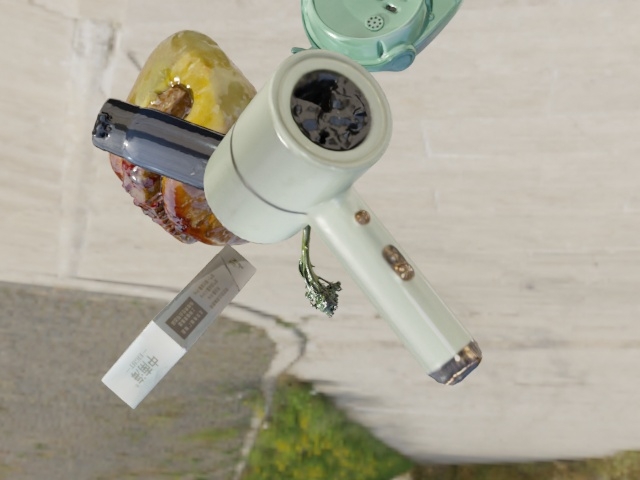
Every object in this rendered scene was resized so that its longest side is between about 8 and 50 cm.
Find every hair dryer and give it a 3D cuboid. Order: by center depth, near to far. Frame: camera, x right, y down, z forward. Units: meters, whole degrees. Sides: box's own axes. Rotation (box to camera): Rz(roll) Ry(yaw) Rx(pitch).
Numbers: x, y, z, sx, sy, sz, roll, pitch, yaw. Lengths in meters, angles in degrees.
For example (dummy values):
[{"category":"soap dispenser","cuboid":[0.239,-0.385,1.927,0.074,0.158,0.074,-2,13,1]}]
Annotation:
[{"category":"hair dryer","cuboid":[0.046,0.006,0.969,0.128,0.362,0.203,-38,178,-33]}]

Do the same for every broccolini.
[{"category":"broccolini","cuboid":[-0.007,0.001,1.243,0.052,0.194,0.054,-5,-167,8]}]

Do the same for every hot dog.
[{"category":"hot dog","cuboid":[-0.180,-0.116,1.445,0.223,0.185,0.405,-35,156,-6]}]

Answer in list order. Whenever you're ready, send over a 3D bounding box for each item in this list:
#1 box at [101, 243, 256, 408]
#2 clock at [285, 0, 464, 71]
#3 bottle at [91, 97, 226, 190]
[{"category":"box","cuboid":[-0.200,0.119,1.431,0.067,0.243,0.155,43,124,-3]},{"category":"clock","cuboid":[0.053,-0.257,1.096,0.159,0.211,0.066,32,168,19]},{"category":"bottle","cuboid":[-0.148,-0.101,1.158,0.244,0.072,0.082,20,-168,1]}]
